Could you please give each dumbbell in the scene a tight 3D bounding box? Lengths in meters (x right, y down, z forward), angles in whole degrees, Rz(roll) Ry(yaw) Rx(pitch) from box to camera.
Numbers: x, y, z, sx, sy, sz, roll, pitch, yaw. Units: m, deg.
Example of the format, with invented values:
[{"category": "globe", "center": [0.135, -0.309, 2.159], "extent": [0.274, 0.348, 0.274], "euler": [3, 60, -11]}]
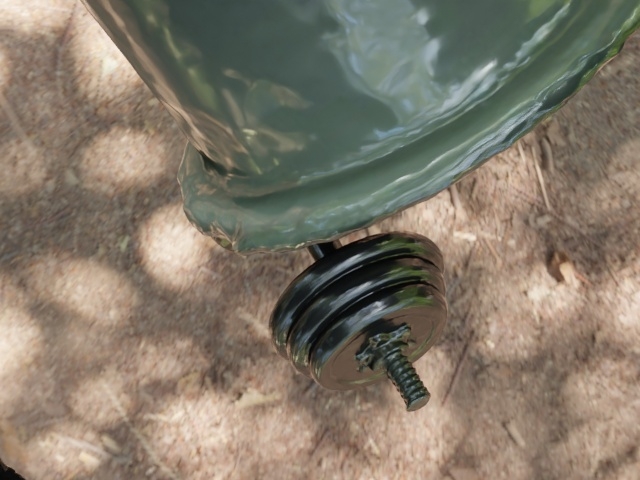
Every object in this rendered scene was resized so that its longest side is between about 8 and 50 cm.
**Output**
[{"category": "dumbbell", "center": [0.000, 0.000, 0.530], "extent": [0.099, 0.208, 0.099], "euler": [-22, 147, -15]}]

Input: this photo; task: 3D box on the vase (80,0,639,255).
[{"category": "vase", "center": [-0.032, -0.180, 0.383], "extent": [0.245, 0.245, 0.291], "euler": [-29, 119, 14]}]

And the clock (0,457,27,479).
[{"category": "clock", "center": [-0.192, 0.161, 0.346], "extent": [0.186, 0.083, 0.253], "euler": [31, 107, 25]}]
